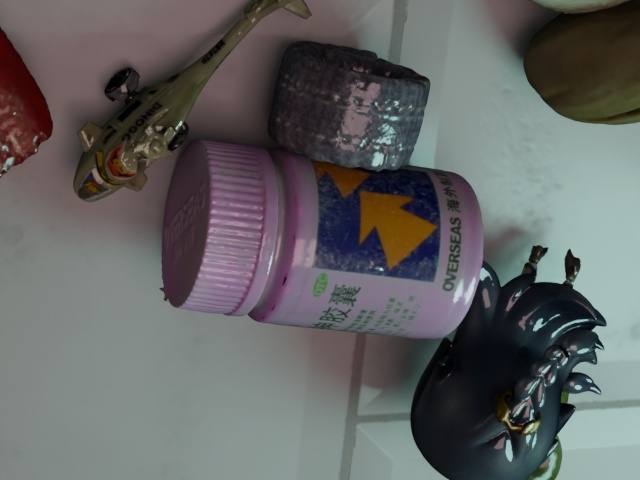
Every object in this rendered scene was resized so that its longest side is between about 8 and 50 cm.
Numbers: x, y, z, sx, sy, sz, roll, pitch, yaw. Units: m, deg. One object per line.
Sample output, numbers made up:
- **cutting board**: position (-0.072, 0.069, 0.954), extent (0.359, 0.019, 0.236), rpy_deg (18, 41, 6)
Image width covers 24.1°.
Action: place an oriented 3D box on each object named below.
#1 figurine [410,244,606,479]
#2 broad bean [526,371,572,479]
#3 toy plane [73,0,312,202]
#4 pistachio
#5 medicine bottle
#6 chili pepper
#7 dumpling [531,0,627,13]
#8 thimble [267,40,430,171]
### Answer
- **figurine**: position (0.201, 0.139, 1.601), extent (0.175, 0.197, 0.265), rpy_deg (20, 102, 20)
- **broad bean**: position (0.220, 0.188, 1.724), extent (0.153, 0.072, 0.207), rpy_deg (-7, 102, -19)
- **toy plane**: position (-0.133, -0.144, 1.446), extent (0.286, 0.108, 0.092), rpy_deg (-47, 117, -9)
- **pistachio**: position (0.303, -0.183, 1.510), extent (0.135, 0.226, 0.136), rpy_deg (4, 85, -48)
- **medicine bottle**: position (0.000, 0.000, 1.501), extent (0.290, 0.178, 0.178), rpy_deg (8, 109, -21)
- **chili pepper**: position (-0.370, -0.206, 1.316), extent (0.131, 0.134, 0.338), rpy_deg (-28, 118, 14)
- **dumpling**: position (0.251, -0.310, 1.468), extent (0.126, 0.215, 0.167), rpy_deg (20, 77, -53)
- **thimble**: position (0.026, -0.132, 1.472), extent (0.150, 0.150, 0.098), rpy_deg (7, 107, -21)
